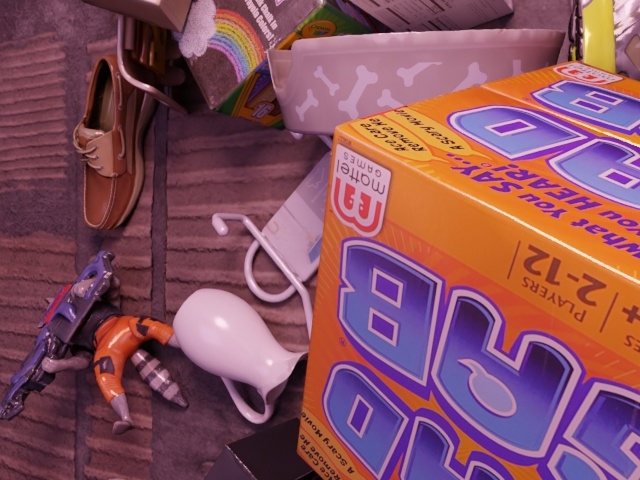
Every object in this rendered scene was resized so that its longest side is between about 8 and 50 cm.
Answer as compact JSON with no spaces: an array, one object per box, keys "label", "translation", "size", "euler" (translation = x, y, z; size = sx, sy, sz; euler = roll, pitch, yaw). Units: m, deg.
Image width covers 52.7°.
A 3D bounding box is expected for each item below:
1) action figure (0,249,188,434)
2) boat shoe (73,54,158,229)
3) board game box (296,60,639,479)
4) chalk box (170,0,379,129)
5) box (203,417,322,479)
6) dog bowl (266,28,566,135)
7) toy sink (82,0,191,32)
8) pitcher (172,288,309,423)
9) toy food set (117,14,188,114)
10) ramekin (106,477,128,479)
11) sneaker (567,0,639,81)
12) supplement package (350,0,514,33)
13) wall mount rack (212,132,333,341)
[{"label":"action figure","translation":[-0.405,0.214,1.163],"size":[0.330,0.178,0.341],"euler":[32,81,31]},{"label":"boat shoe","translation":[-0.394,-0.182,1.178],"size":[0.123,0.120,0.324],"euler":[17,99,29]},{"label":"board game box","translation":[0.239,0.091,0.557],"size":[0.356,0.356,0.356],"euler":[34,131,36]},{"label":"chalk box","translation":[-0.046,-0.329,0.946],"size":[0.289,0.179,0.180],"euler":[-36,73,24]},{"label":"box","translation":[-0.117,0.415,0.988],"size":[0.103,0.184,0.261],"euler":[39,108,23]},{"label":"dog bowl","translation":[0.107,-0.188,0.775],"size":[0.349,0.349,0.102],"euler":[5,106,30]},{"label":"toy sink","translation":[-0.234,-0.424,0.861],"size":[0.153,0.131,0.234],"euler":[17,92,1]},{"label":"pitcher","translation":[-0.141,0.188,1.044],"size":[0.207,0.125,0.177],"euler":[33,118,13]},{"label":"toy food set","translation":[-0.241,-0.371,1.042],"size":[0.092,0.220,0.306],"euler":[4,93,2]},{"label":"ramekin","translation":[-0.401,0.559,1.196],"size":[0.207,0.109,0.207],"euler":[0,91,29]},{"label":"sneaker","translation":[0.362,-0.312,0.766],"size":[0.121,0.111,0.300],"euler":[1,91,11]},{"label":"supplement package","translation":[0.120,-0.389,0.798],"size":[0.145,0.262,0.204],"euler":[-12,84,29]},{"label":"wall mount rack","translation":[0.000,0.000,0.947],"size":[0.350,0.130,0.304],"euler":[-49,68,22]}]
